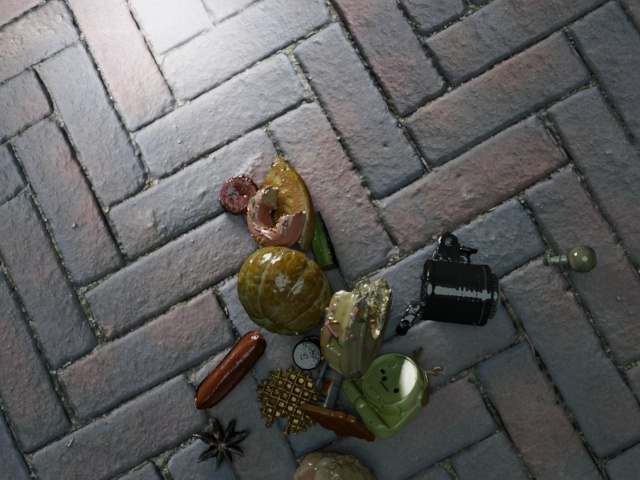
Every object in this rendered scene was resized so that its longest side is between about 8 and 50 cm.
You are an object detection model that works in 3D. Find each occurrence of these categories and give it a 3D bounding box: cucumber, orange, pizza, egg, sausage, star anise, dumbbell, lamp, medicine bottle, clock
[{"bbox_3d":[0.003,0.000,1.901,0.077,0.062,0.212,-23,73,20],"label":"cucumber"},{"bbox_3d":[-0.117,0.169,1.755,0.329,0.329,0.249,21,65,7],"label":"orange"},{"bbox_3d":[-0.118,-0.125,1.902,0.182,0.074,0.366,-27,74,18],"label":"pizza"},{"bbox_3d":[0.055,0.813,1.709,0.310,0.279,0.279,43,89,2],"label":"egg"},{"bbox_3d":[-0.309,0.453,1.859,0.102,0.102,0.330,42,88,8],"label":"sausage"},{"bbox_3d":[-0.343,0.695,1.854,0.180,0.061,0.205,41,89,9],"label":"star anise"},{"bbox_3d":[-0.034,0.372,1.793,0.100,0.191,0.100,-1,84,5],"label":"dumbbell"},{"bbox_3d":[0.834,0.065,1.807,0.163,0.091,0.091,-5,83,22],"label":"lamp"},{"bbox_3d":[0.035,0.456,1.820,0.092,0.061,0.221,31,68,-28],"label":"medicine bottle"},{"bbox_3d":[0.444,0.182,1.759,0.272,0.205,0.374,24,76,11],"label":"lamp"},{"bbox_3d":[0.241,0.467,1.747,0.308,0.096,0.235,-36,37,-8],"label":"clock"}]

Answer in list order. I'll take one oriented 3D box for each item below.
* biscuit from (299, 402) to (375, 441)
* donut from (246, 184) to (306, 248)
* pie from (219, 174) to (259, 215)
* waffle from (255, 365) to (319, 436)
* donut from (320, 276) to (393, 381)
[{"bbox_3d":[0.057,0.596,1.770,0.280,0.183,0.043,28,51,-5],"label":"biscuit"},{"bbox_3d":[-0.167,-0.066,1.831,0.233,0.085,0.199,40,107,29],"label":"donut"},{"bbox_3d":[-0.296,-0.164,1.950,0.153,0.038,0.154,0,86,6],"label":"pie"},{"bbox_3d":[-0.103,0.550,1.853,0.228,0.051,0.232,-21,82,3],"label":"waffle"},{"bbox_3d":[0.113,0.279,1.717,0.150,0.371,0.308,13,100,20],"label":"donut"}]
